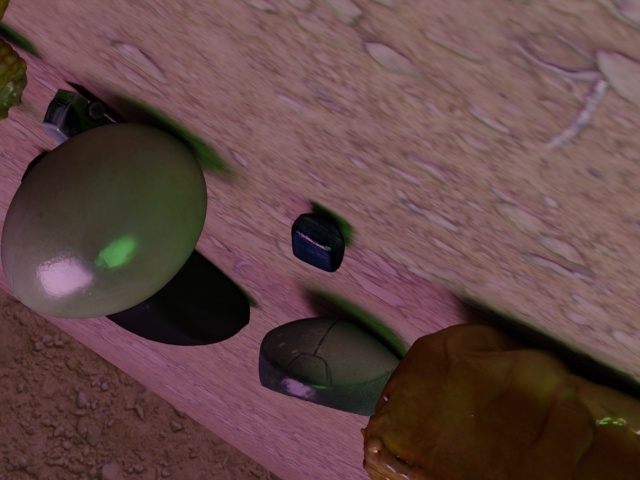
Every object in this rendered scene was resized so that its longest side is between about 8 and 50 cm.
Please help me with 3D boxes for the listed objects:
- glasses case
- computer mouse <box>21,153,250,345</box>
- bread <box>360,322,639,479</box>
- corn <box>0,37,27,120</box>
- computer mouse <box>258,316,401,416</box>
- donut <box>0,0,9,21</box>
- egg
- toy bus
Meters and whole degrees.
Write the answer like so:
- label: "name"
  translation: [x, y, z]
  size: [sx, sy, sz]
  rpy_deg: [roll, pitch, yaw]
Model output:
- label: "glasses case"
  translation: [0.000, 0.000, 1.122]
  size: [0.033, 0.023, 0.083]
  rpy_deg: [26, 170, 5]
- label: "computer mouse"
  translation: [-0.169, 0.027, 1.555]
  size: [0.138, 0.086, 0.270]
  rpy_deg: [21, 163, 45]
- label: "bread"
  translation: [0.172, 0.164, 1.086]
  size: [0.294, 0.132, 0.167]
  rpy_deg: [29, 168, 23]
- label: "corn"
  translation: [-0.285, -0.145, 1.157]
  size: [0.206, 0.067, 0.067]
  rpy_deg: [31, 169, 6]
- label: "computer mouse"
  translation: [0.014, 0.098, 1.414]
  size: [0.113, 0.068, 0.229]
  rpy_deg: [17, 177, 11]
- label: "donut"
  translation: [-0.240, -0.165, 0.932]
  size: [0.174, 0.074, 0.190]
  rpy_deg: [39, 163, -28]
- label: "egg"
  translation: [-0.142, -0.011, 1.149]
  size: [0.114, 0.152, 0.114]
  rpy_deg: [47, -161, -21]
- label: "toy bus"
  translation: [-0.150, -0.068, 1.201]
  size: [0.083, 0.037, 0.031]
  rpy_deg: [41, 166, -36]
